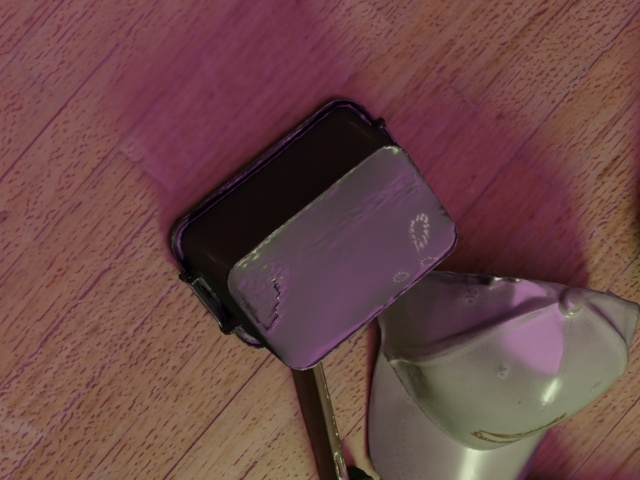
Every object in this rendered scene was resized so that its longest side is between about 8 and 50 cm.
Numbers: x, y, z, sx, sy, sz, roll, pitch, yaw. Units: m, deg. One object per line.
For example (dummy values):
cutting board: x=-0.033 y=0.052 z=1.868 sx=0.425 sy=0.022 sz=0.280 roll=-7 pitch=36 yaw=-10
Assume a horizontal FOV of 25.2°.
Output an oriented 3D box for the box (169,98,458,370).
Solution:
box: x=0.000 y=0.000 z=1.295 sx=0.243 sy=0.135 sz=0.163 roll=-38 pitch=114 yaw=-6

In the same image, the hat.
hat: x=0.170 y=0.161 z=1.390 sx=0.257 sy=0.168 sz=0.301 roll=8 pitch=107 yaw=-18

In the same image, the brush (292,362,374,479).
brush: x=0.023 y=0.220 z=1.415 sx=0.048 sy=0.054 sz=0.282 roll=-24 pitch=113 yaw=-22
